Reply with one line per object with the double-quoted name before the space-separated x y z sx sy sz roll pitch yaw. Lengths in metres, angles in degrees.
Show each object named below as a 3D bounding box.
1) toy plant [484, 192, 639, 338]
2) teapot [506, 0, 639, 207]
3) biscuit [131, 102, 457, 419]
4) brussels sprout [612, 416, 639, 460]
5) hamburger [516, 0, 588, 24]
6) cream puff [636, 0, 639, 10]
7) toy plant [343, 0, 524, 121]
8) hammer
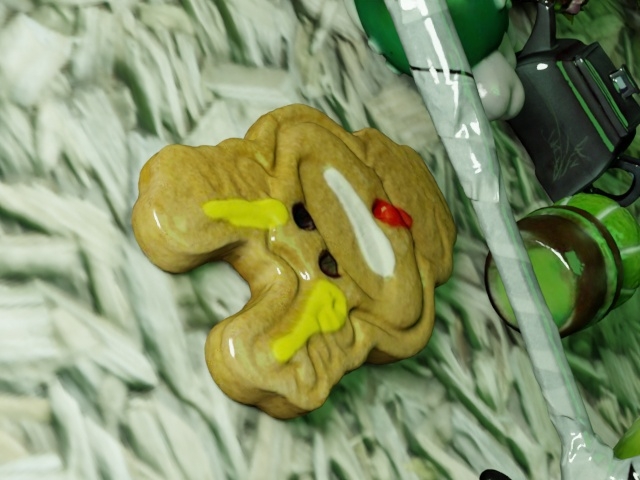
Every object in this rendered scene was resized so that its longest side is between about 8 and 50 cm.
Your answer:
"toy plant" 0.183 0.016 1.303 0.162 0.093 0.092 -23 85 -60
"teapot" 0.207 -0.107 1.420 0.177 0.096 0.087 58 33 -5
"biscuit" 0.003 -0.001 1.118 0.295 0.044 0.186 -31 94 -57
"brussels sprout" 0.300 0.195 1.225 0.244 0.244 0.244 33 42 -36
"hamburger" 0.171 -0.307 1.477 0.262 0.139 0.243 8 56 -55
"cream puff" 0.380 -0.233 1.699 0.169 0.183 0.183 32 41 -18
"toy plant" 0.072 -0.193 1.289 0.232 0.112 0.243 49 24 -19
"hammer" 0.119 -0.019 1.136 0.044 0.152 0.426 -16 88 -70
